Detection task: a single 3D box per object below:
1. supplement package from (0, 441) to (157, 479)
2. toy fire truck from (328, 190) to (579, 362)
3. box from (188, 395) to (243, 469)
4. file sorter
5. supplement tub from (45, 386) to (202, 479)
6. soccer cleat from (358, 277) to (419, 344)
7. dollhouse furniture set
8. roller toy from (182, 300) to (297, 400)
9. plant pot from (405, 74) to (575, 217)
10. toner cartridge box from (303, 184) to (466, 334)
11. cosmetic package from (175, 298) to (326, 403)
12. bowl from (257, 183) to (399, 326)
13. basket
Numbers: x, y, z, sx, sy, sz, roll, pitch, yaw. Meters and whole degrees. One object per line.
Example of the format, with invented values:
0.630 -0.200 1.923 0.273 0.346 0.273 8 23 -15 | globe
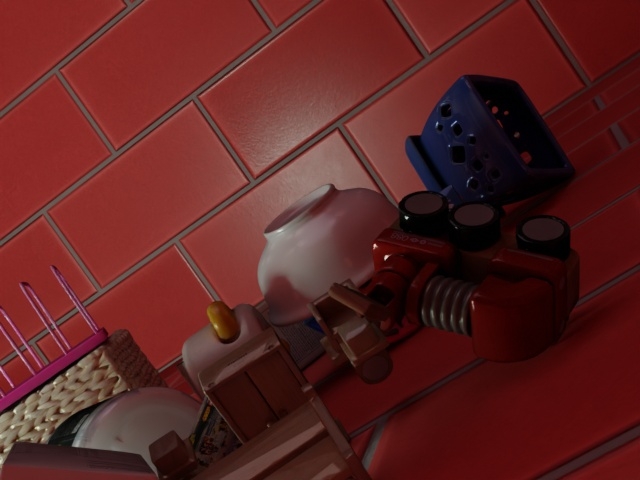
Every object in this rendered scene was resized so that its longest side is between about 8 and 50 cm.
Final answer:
-0.260 0.318 0.997 0.149 0.194 0.203 9 -9 -14 | supplement package
0.127 0.054 1.005 0.217 0.158 0.246 15 41 30 | toy fire truck
-0.121 0.260 1.186 0.027 0.094 0.137 17 84 53 | box
-0.583 0.195 1.887 0.290 0.182 0.202 -35 4 -12 | file sorter
-0.272 0.320 1.347 0.207 0.207 0.338 -37 4 -30 | supplement tub
0.148 0.084 1.580 0.331 0.116 0.143 -34 -13 -18 | soccer cleat
0.004 0.247 1.017 0.303 0.174 0.355 -33 28 -3 | dollhouse furniture set
-0.113 0.202 1.548 0.146 0.209 0.191 -34 -16 1 | roller toy
0.315 -0.164 1.893 0.212 0.236 0.236 -40 -18 33 | plant pot
0.131 0.049 1.754 0.348 0.075 0.165 -34 -29 11 | toner cartridge box
-0.111 0.207 1.883 0.296 0.153 0.129 -35 1 -25 | cosmetic package
0.000 0.000 1.608 0.298 0.134 0.298 -35 11 8 | bowl
-0.458 0.378 1.925 0.328 0.266 0.331 -34 5 0 | basket
